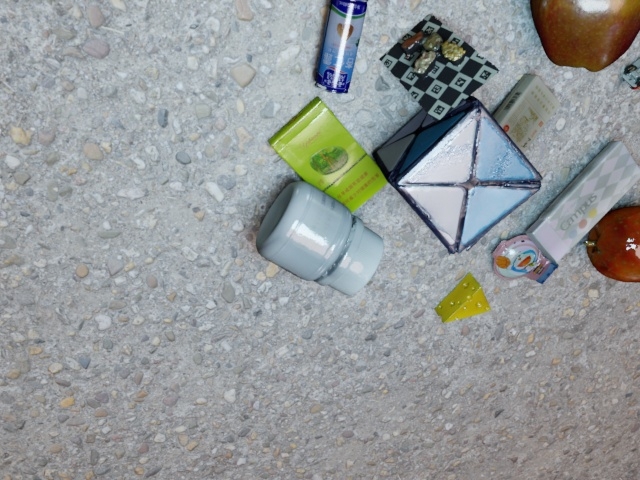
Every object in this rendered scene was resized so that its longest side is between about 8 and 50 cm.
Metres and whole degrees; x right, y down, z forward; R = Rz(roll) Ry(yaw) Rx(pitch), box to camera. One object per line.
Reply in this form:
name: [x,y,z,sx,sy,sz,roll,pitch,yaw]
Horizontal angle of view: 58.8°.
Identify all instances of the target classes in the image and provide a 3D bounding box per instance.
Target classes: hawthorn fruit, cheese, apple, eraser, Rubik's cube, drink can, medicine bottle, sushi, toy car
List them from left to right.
medicine bottle: [0.000,0.000,1.603,0.306,0.245,0.245,30,108,-17]
drink can: [0.051,-0.499,1.436,0.097,0.097,0.235,4,117,-17]
sushi: [0.282,-0.453,1.423,0.192,0.279,0.043,-39,149,11]
Rubik's cube: [0.356,-0.197,1.533,0.305,0.310,0.307,-40,109,12]
cheese: [0.483,0.218,1.971,0.171,0.093,0.126,-30,123,5]
cheese: [0.705,0.072,1.955,0.286,0.074,0.189,24,112,-27]
eraser: [0.858,-0.120,1.848,0.213,0.082,0.397,39,96,-29]
apple: [0.686,-0.603,1.443,0.288,0.288,0.317,-24,135,0]
hawthorn fruit: [1.034,0.011,1.904,0.300,0.275,0.275,2,120,0]
toy car: [0.985,-0.488,1.695,0.139,0.112,0.112,-29,139,15]

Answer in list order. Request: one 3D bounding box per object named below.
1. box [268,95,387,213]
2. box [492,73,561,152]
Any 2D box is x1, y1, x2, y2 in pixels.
box: [0.031,-0.225,1.619,0.187,0.047,0.335,-40,122,10]
box: [0.590,-0.363,1.655,0.141,0.058,0.201,34,92,-29]
